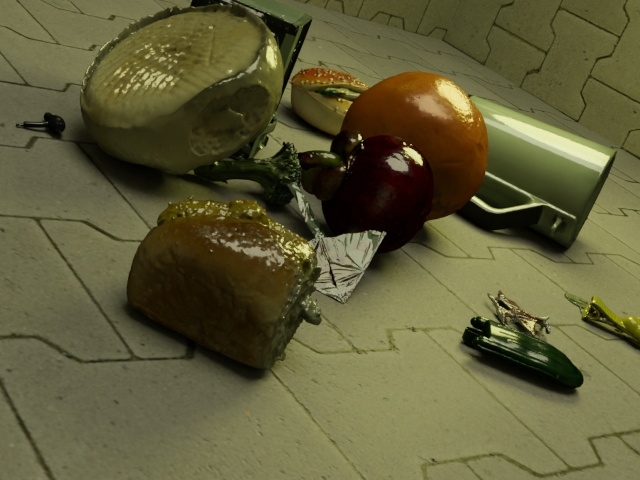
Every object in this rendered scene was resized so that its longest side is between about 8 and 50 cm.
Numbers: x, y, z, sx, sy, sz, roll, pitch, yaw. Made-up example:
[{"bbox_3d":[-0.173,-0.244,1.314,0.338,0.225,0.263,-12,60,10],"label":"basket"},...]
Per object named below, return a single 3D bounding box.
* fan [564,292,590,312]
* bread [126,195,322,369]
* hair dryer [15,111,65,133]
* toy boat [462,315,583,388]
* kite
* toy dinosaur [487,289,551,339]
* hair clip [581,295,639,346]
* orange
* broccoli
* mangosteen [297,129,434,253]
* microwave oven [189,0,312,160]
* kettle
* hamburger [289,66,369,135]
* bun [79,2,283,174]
[{"bbox_3d":[0.527,0.128,1.947,0.060,0.003,0.080,12,24,-25],"label":"fan"},{"bbox_3d":[-0.105,0.042,1.268,0.246,0.176,0.195,26,23,7],"label":"bread"},{"bbox_3d":[-0.487,-0.205,1.668,0.083,0.031,0.079,-3,22,-34],"label":"hair dryer"},{"bbox_3d":[0.331,0.181,1.559,0.210,0.052,0.104,23,19,-4],"label":"toy boat"},{"bbox_3d":[0.000,-0.001,1.583,0.229,0.012,0.250,-10,58,-21],"label":"kite"},{"bbox_3d":[0.356,0.134,1.724,0.108,0.032,0.220,16,13,-10],"label":"toy dinosaur"},{"bbox_3d":[0.595,0.166,1.872,0.173,0.046,0.072,29,26,9],"label":"hair clip"},{"bbox_3d":[0.187,-0.185,1.934,0.312,0.312,0.312,20,22,-8],"label":"orange"},{"bbox_3d":[-0.130,-0.124,1.762,0.204,0.118,0.122,4,55,-7],"label":"broccoli"},{"bbox_3d":[0.072,-0.095,1.708,0.257,0.215,0.215,24,21,-9],"label":"mangosteen"},{"bbox_3d":[-0.174,-0.338,1.923,0.237,0.295,0.181,23,22,-1],"label":"microwave oven"},{"bbox_3d":[0.444,-0.142,2.249,0.376,0.250,0.361,28,50,17],"label":"kettle"},{"bbox_3d":[0.031,-0.344,2.355,0.237,0.147,0.237,21,18,-7],"label":"hamburger"},{"bbox_3d":[-0.233,-0.250,1.706,0.364,0.202,0.364,-9,44,9],"label":"bun"}]
